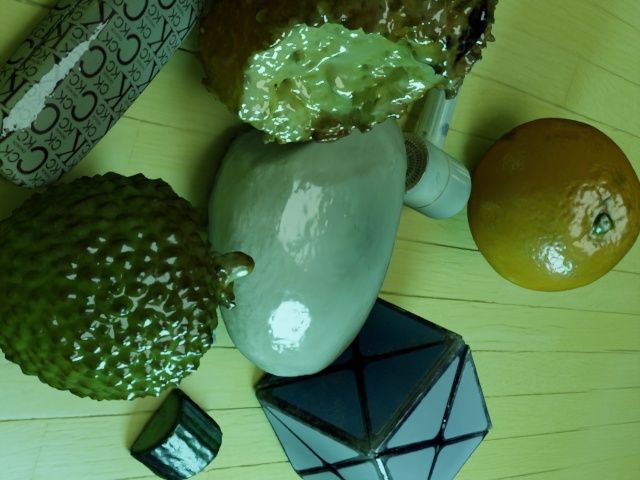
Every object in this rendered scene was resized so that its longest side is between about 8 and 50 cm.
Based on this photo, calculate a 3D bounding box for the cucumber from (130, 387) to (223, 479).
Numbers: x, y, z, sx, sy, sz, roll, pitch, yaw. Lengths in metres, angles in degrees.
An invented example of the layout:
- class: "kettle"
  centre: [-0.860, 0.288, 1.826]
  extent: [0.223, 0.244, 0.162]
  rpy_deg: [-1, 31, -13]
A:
- class: "cucumber"
  centre: [-0.198, 0.284, 1.687]
  extent: [0.116, 0.062, 0.115]
  rpy_deg: [-56, 138, -17]

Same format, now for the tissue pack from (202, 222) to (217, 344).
- class: "tissue pack"
  centre: [-0.182, 0.074, 1.622]
  extent: [0.122, 0.026, 0.193]
  rpy_deg: [-21, 124, -45]

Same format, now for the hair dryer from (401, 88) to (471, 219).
- class: "hair dryer"
  centre: [0.202, -0.220, 1.900]
  extent: [0.173, 0.108, 0.357]
  rpy_deg: [22, 84, -56]

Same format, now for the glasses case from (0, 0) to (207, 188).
- class: "glasses case"
  centre: [-0.250, -0.212, 1.333]
  extent: [0.354, 0.085, 0.137]
  rpy_deg: [-54, 144, -19]

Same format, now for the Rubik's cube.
- class: "Rubik's cube"
  centre: [0.090, 0.271, 1.876]
  extent: [0.259, 0.260, 0.255]
  rpy_deg: [-46, 138, -22]

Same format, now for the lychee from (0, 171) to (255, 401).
- class: "lychee"
  centre: [-0.234, 0.056, 1.362]
  extent: [0.320, 0.270, 0.270]
  rpy_deg: [25, 88, -22]

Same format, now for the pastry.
- class: "pastry"
  centre: [0.043, -0.302, 1.438]
  extent: [0.292, 0.405, 0.337]
  rpy_deg: [30, 53, -34]

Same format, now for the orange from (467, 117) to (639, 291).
- class: "orange"
  centre: [0.407, -0.060, 2.064]
  extent: [0.312, 0.312, 0.312]
  rpy_deg: [-27, 128, -41]

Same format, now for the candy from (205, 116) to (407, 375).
- class: "candy"
  centre: [0.000, 0.000, 1.677]
  extent: [0.386, 0.186, 0.427]
  rpy_deg: [-32, 135, -48]
